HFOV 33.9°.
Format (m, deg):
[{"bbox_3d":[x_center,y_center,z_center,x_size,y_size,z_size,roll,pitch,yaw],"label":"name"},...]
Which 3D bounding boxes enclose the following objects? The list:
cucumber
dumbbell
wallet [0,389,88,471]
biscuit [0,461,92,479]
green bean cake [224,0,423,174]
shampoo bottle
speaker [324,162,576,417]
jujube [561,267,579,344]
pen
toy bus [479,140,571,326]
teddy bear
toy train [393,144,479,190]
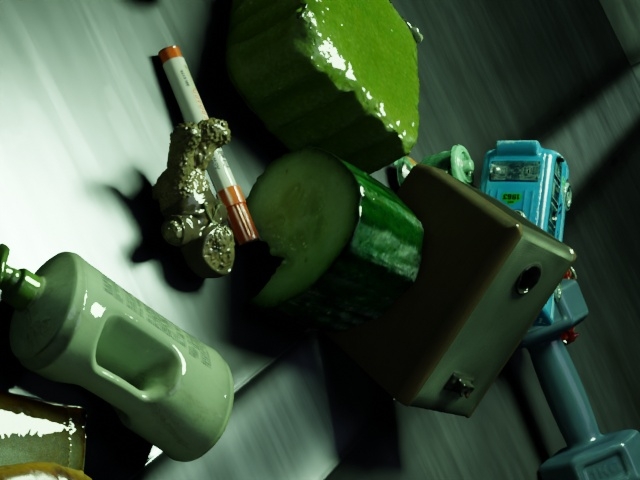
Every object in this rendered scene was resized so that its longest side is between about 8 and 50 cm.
[{"bbox_3d":[0.007,-0.007,1.136,0.130,0.191,0.191,29,46,-52],"label":"cucumber"},{"bbox_3d":[0.355,0.220,1.524,0.144,0.156,0.316,-18,83,-29],"label":"dumbbell"},{"bbox_3d":[-0.275,0.156,0.738,0.255,0.031,0.137,27,50,-44],"label":"wallet"},{"bbox_3d":[-0.204,0.314,0.680,0.289,0.081,0.334,30,53,-43],"label":"biscuit"},{"bbox_3d":[0.005,-0.222,1.294,0.247,0.156,0.249,42,38,-35],"label":"green bean cake"},{"bbox_3d":[-0.181,0.085,0.870,0.234,0.087,0.118,41,22,-33],"label":"shampoo bottle"},{"bbox_3d":[0.143,0.056,1.199,0.153,0.230,0.192,21,14,-49],"label":"speaker"},{"bbox_3d":[0.350,0.089,1.659,0.104,0.104,0.165,6,78,-55],"label":"jujube"},{"bbox_3d":[-0.121,-0.103,1.132,0.028,0.028,0.239,-6,69,-57],"label":"pen"},{"bbox_3d":[0.272,-0.013,1.446,0.134,0.114,0.246,43,54,-59],"label":"toy bus"},{"bbox_3d":[-0.131,-0.039,1.051,0.119,0.078,0.160,-26,110,-69],"label":"teddy bear"},{"bbox_3d":[0.157,-0.012,1.439,0.177,0.116,0.285,66,28,-23],"label":"toy train"}]
